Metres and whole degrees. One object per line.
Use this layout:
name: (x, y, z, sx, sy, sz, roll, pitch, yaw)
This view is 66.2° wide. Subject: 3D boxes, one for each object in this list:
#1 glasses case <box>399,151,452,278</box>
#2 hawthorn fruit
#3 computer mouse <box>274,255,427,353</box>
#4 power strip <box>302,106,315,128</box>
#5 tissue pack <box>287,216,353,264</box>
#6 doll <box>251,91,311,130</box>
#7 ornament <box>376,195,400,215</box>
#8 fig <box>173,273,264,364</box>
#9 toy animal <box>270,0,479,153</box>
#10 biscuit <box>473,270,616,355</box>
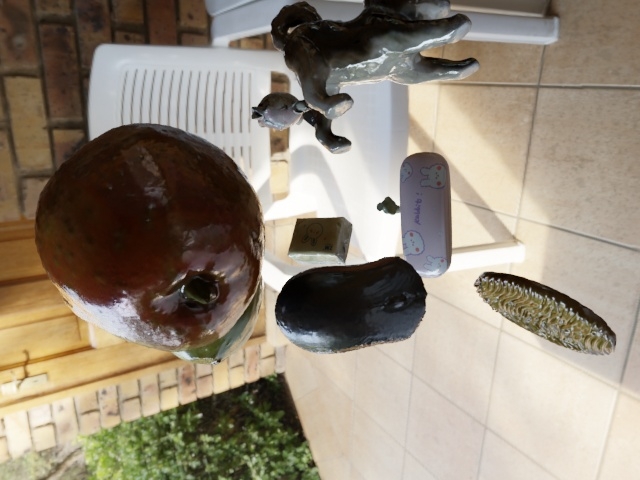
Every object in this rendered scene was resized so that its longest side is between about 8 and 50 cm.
glasses case: (0.246, -0.057, 1.145, 0.113, 0.075, 0.297, 4, 104, 35)
hawthorn fruit: (-0.268, 0.006, 0.851, 0.402, 0.402, 0.403, 23, 117, 54)
computer mouse: (0.068, 0.134, 1.003, 0.116, 0.322, 0.183, -156, 58, -81)
power strip: (-0.023, -0.374, 1.497, 0.111, 0.029, 0.038, 38, 139, -3)
tissue pack: (0.000, 0.000, 1.645, 0.196, 0.092, 0.149, 0, 67, 31)
doll: (-0.101, -0.335, 1.265, 0.192, 0.149, 0.095, -108, 15, -74)
ornament: (0.222, -0.106, 1.562, 0.041, 0.092, 0.069, -43, 30, 39)
fig: (-0.318, 0.167, 1.324, 0.343, 0.343, 0.344, 23, 117, 54)
toy animal: (0.077, -0.377, 0.892, 0.344, 0.194, 0.303, -29, 71, 12)
biscuit: (0.495, 0.167, 1.107, 0.317, 0.318, 0.040, 17, 71, 56)
